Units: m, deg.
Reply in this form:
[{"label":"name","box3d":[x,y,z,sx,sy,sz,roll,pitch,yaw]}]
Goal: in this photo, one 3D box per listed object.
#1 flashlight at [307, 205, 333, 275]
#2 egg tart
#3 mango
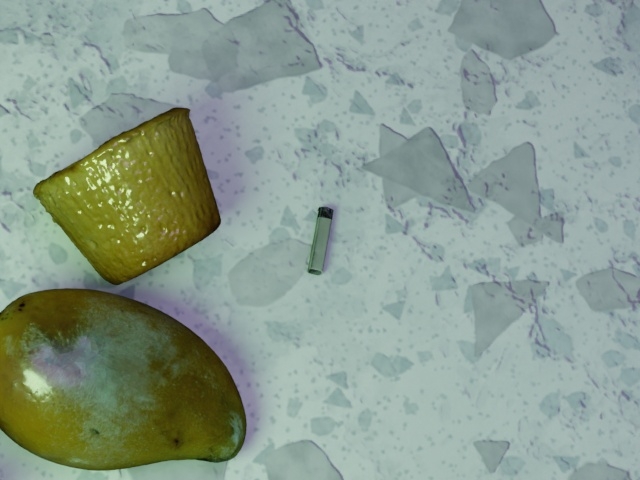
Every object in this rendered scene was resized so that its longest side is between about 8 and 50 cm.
[{"label":"flashlight","box3d":[0.000,0.000,1.938,0.018,0.018,0.083,14,67,-11]},{"label":"egg tart","box3d":[-0.202,-0.047,1.808,0.202,0.202,0.147,-33,97,-25]},{"label":"mango","box3d":[-0.221,0.157,1.748,0.316,0.146,0.193,18,76,-19]}]
